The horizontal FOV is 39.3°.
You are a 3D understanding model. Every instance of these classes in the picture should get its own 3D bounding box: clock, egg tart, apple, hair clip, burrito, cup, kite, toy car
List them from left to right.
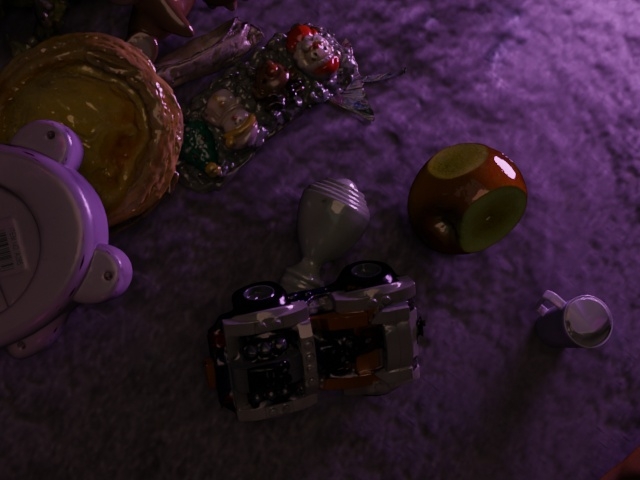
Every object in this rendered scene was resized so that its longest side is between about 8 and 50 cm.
[{"bbox_3d":[-0.423,0.011,1.134,0.322,0.113,0.295,-23,88,1],"label":"clock"},{"bbox_3d":[-0.315,-0.141,1.214,0.279,0.095,0.278,1,101,3],"label":"egg tart"},{"bbox_3d":[-0.186,-0.264,1.299,0.230,0.063,0.058,-24,67,-13],"label":"burrito"},{"bbox_3d":[-0.089,-0.206,1.288,0.321,0.091,0.138,-42,89,-14],"label":"hair clip"},{"bbox_3d":[-0.006,0.146,1.204,0.301,0.118,0.193,-11,115,-16],"label":"toy car"},{"bbox_3d":[0.060,-0.246,1.372,0.157,0.011,0.139,-14,85,-13],"label":"kite"},{"bbox_3d":[0.206,-0.053,1.285,0.147,0.163,0.146,-38,127,-32],"label":"apple"},{"bbox_3d":[0.357,0.113,1.310,0.104,0.116,0.074,38,76,-4],"label":"cup"}]

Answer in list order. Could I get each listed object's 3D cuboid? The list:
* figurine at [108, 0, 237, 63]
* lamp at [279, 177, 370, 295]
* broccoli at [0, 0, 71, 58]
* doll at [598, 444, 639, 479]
[{"bbox_3d":[-0.179,-0.376,1.253,0.173,0.177,0.247,4,48,7],"label":"figurine"},{"bbox_3d":[0.000,0.000,1.272,0.106,0.106,0.193,26,84,-6],"label":"lamp"},{"bbox_3d":[-0.445,-0.408,1.200,0.334,0.272,0.324,-13,122,-20],"label":"broccoli"},{"bbox_3d":[0.533,0.431,1.241,0.318,0.209,0.339,-35,90,-12],"label":"doll"}]
